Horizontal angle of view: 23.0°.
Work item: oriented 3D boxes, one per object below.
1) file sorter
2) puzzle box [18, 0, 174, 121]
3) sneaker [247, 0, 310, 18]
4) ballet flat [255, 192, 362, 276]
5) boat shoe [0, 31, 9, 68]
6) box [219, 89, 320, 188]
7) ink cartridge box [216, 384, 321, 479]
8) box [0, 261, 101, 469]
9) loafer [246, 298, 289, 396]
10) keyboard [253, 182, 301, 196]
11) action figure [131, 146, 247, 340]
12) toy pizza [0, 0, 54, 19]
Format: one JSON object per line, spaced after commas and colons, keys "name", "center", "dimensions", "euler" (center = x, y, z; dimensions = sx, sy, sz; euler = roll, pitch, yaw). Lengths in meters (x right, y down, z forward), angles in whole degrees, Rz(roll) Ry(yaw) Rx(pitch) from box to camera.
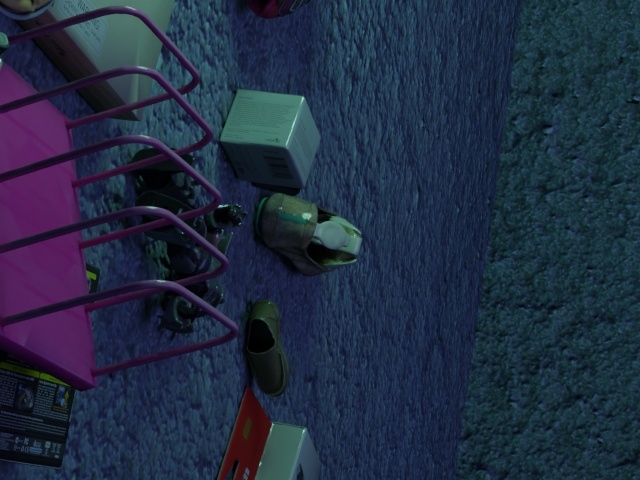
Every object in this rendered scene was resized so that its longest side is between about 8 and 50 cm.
{"name": "file sorter", "center": [-0.198, -0.041, 1.451], "dimensions": [0.202, 0.182, 0.291], "euler": [46, 32, -64]}
{"name": "puzzle box", "center": [-0.240, -0.329, 1.579], "dimensions": [0.409, 0.052, 0.272], "euler": [56, 45, -63]}
{"name": "sneaker", "center": [-0.062, -0.417, 1.993], "dimensions": [0.112, 0.121, 0.299], "euler": [-37, 131, -24]}
{"name": "ballet flat", "center": [0.000, 0.000, 2.335], "dimensions": [0.316, 0.106, 0.108], "euler": [18, 80, -72]}
{"name": "boat shoe", "center": [-0.315, -0.167, 1.277], "dimensions": [0.121, 0.119, 0.335], "euler": [-35, 136, -77]}
{"name": "box", "center": [-0.066, -0.136, 2.094], "dimensions": [0.101, 0.102, 0.087], "euler": [65, 38, -57]}
{"name": "ink cartridge box", "center": [-0.088, 0.400, 2.288], "dimensions": [0.261, 0.066, 0.296], "euler": [70, 32, -56]}
{"name": "box", "center": [-0.311, 0.102, 1.516], "dimensions": [0.270, 0.060, 0.216], "euler": [35, 63, -70]}
{"name": "loafer", "center": [-0.081, 0.158, 2.242], "dimensions": [0.050, 0.056, 0.148], "euler": [-43, 127, -62]}
{"name": "keyboard", "center": [-0.053, -0.123, 2.265], "dimensions": [0.180, 0.023, 0.108], "euler": [11, 86, -72]}
{"name": "action figure", "center": [-0.155, 0.013, 1.895], "dimensions": [0.285, 0.099, 0.185], "euler": [73, 25, -58]}
{"name": "toy pizza", "center": [-0.256, -0.298, 1.408], "dimensions": [0.201, 0.032, 0.201], "euler": [7, 90, -71]}
